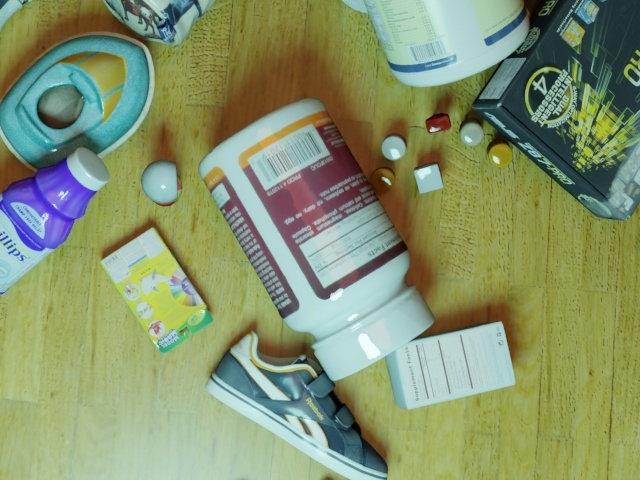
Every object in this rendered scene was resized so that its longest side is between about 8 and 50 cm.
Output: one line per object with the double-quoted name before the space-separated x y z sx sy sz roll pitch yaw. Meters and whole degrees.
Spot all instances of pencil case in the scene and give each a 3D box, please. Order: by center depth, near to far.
"pencil case" -0.170 -0.499 1.671 0.160 0.183 0.410 39 81 -1

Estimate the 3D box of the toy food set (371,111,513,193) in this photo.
"toy food set" 0.193 -0.150 1.736 0.232 0.104 0.111 -16 100 10

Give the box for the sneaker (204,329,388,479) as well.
"sneaker" -0.014 0.261 1.639 0.321 0.126 0.127 32 87 -1

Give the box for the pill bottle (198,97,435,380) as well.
"pill bottle" 0.000 0.000 1.618 0.224 0.224 0.392 -30 88 -8

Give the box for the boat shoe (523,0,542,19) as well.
"boat shoe" 0.330 -0.420 1.776 0.285 0.089 0.104 46 66 -4

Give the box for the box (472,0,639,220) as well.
"box" 0.475 -0.281 1.723 0.318 0.097 0.395 38 81 -23

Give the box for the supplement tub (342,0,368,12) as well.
"supplement tub" 0.081 -0.442 1.749 0.071 0.071 0.107 30 82 -3

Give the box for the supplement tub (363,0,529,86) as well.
"supplement tub" 0.169 -0.429 1.623 0.235 0.235 0.325 -28 115 -8

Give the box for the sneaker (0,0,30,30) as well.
"sneaker" -0.449 -0.413 1.672 0.153 0.094 0.235 18 72 4

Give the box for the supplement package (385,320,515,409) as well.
"supplement package" 0.204 0.199 1.680 0.179 0.105 0.105 -12 86 -7

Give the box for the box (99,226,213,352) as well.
"box" -0.258 0.081 1.672 0.105 0.043 0.179 -33 86 -9

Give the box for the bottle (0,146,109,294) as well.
"bottle" -0.437 -0.030 1.581 0.282 0.092 0.118 -37 101 19

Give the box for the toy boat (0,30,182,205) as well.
"toy boat" -0.330 -0.177 1.636 0.318 0.148 0.267 45 81 0
